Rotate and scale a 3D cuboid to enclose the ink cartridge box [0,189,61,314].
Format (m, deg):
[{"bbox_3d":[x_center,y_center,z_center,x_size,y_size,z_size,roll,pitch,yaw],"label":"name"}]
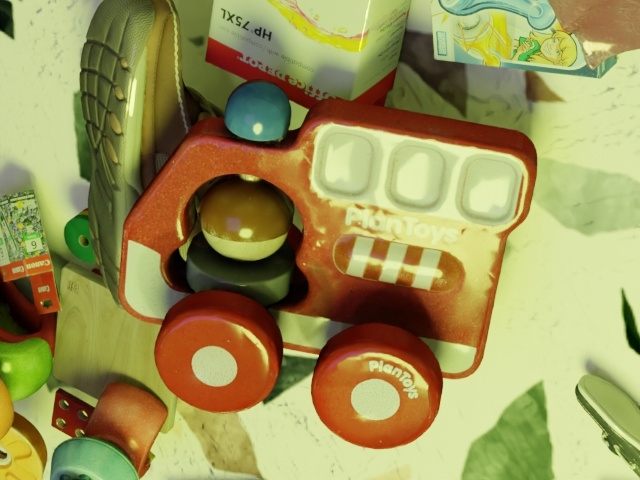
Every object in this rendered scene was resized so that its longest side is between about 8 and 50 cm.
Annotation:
[{"bbox_3d":[-0.275,0.014,1.712,0.063,0.029,0.115,-12,91,59],"label":"ink cartridge box"}]

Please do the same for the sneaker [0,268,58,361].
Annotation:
[{"bbox_3d":[-0.358,0.023,1.772,0.279,0.107,0.118,42,125,-8],"label":"sneaker"}]

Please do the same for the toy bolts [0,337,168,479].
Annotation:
[{"bbox_3d":[-0.273,0.208,1.686,0.228,0.158,0.218,21,128,9],"label":"toy bolts"}]

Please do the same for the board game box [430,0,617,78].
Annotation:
[{"bbox_3d":[0.141,-0.220,1.323,0.136,0.035,0.201,9,122,29],"label":"board game box"}]

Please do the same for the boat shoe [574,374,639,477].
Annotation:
[{"bbox_3d":[0.247,0.158,1.477,0.125,0.046,0.038,39,127,-3],"label":"boat shoe"}]

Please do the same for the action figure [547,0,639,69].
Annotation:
[{"bbox_3d":[0.285,-0.205,1.098,0.370,0.248,0.275,-14,109,41],"label":"action figure"}]

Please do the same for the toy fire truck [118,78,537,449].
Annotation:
[{"bbox_3d":[0.000,0.000,1.426,0.302,0.169,0.254,12,120,5],"label":"toy fire truck"}]

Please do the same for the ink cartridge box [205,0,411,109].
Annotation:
[{"bbox_3d":[-0.007,-0.182,1.416,0.134,0.078,0.231,26,129,20],"label":"ink cartridge box"}]

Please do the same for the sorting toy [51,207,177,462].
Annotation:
[{"bbox_3d":[-0.180,0.100,1.721,0.132,0.046,0.274,25,127,19],"label":"sorting toy"}]

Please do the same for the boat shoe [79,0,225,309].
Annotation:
[{"bbox_3d":[-0.128,-0.080,1.525,0.324,0.116,0.123,97,154,-48],"label":"boat shoe"}]
